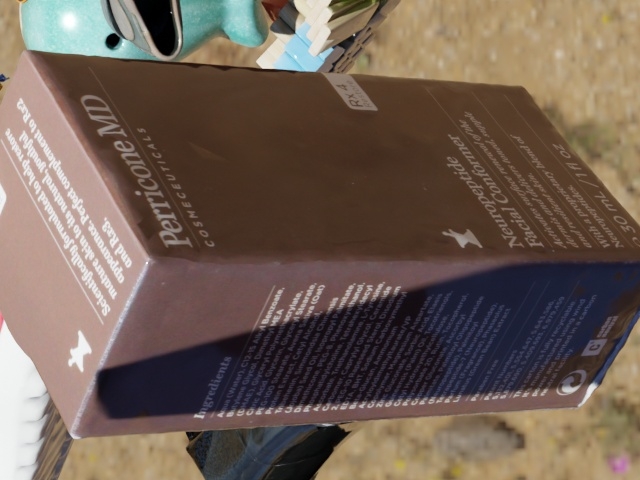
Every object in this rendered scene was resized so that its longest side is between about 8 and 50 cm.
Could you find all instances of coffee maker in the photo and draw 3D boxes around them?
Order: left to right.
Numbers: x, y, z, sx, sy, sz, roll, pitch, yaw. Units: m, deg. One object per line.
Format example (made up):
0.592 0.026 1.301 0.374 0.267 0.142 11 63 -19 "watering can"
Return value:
-0.013 0.132 1.498 0.171 0.120 0.178 46 143 3 "coffee maker"

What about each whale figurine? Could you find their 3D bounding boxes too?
-0.181 -0.238 2.101 0.272 0.141 0.216 -5 115 -13 "whale figurine"

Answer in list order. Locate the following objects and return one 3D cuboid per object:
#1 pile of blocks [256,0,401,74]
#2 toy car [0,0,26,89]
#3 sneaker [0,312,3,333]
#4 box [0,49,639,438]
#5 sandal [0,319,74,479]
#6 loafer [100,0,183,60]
-0.006 -0.238 1.976 0.112 0.149 0.362 45 134 11 "pile of blocks"
-0.228 -0.161 1.390 0.060 0.040 0.122 31 97 16 "toy car"
-0.331 0.007 1.921 0.087 0.221 0.128 -28 160 12 "sneaker"
0.000 0.000 1.190 0.381 0.191 0.143 -1 131 -35 "box"
-0.230 0.126 1.396 0.102 0.169 0.416 24 131 3 "sandal"
-0.170 -0.283 1.814 0.096 0.084 0.267 -28 136 -15 "loafer"
